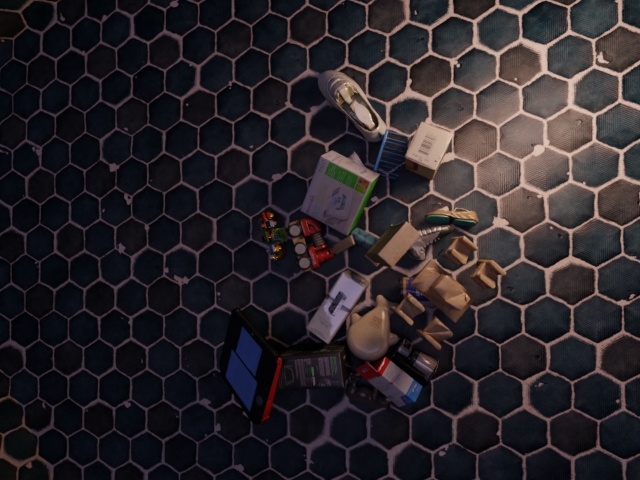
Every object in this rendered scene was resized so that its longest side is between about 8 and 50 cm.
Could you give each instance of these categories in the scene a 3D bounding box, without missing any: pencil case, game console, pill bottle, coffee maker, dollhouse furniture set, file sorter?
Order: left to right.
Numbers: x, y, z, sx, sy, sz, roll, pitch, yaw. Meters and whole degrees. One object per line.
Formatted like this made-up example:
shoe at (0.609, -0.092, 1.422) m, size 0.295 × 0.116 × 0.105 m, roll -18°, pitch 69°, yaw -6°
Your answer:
game console at (-0.301, 0.513, 1.693) m, size 0.387 × 0.060 × 0.341 m, roll 34°, pitch 119°, yaw 44°
pencil case at (0.197, 0.004, 1.725) m, size 0.152 × 0.070 × 0.064 m, roll 29°, pitch 60°, yaw 13°
file sorter at (0.292, -0.347, 1.686) m, size 0.105 × 0.118 × 0.170 m, roll 17°, pitch 93°, yaw 8°
coffee maker at (0.359, 0.505, 1.657) m, size 0.178 × 0.120 × 0.171 m, roll 32°, pitch 96°, yaw 11°
dollhouse furniture set at (0.382, 0.126, 1.536) m, size 0.394 × 0.256 × 0.362 m, roll 42°, pitch 87°, yaw -2°
pill bottle at (0.425, 0.206, 1.646) m, size 0.220 × 0.123 × 0.122 m, roll -2°, pitch 89°, yaw 12°

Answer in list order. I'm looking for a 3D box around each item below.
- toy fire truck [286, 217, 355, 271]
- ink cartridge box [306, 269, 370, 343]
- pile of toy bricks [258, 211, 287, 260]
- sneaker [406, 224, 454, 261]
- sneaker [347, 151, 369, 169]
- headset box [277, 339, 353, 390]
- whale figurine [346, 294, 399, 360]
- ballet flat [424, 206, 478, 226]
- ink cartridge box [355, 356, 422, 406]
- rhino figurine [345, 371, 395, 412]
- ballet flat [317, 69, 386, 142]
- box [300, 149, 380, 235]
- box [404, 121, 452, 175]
toy fire truck at (0.000, 0.000, 1.740) m, size 0.247 × 0.158 × 0.216 m, roll -16°, pitch 91°, yaw -8°
ink cartridge box at (0.077, 0.261, 1.679) m, size 0.114 × 0.197 × 0.272 m, roll 35°, pitch 96°, yaw 10°
pile of toy bricks at (-0.191, -0.030, 1.800) m, size 0.105 × 0.118 × 0.212 m, roll -11°, pitch 73°, yaw -27°
sneaker at (0.435, 0.016, 1.674) m, size 0.229 × 0.086 × 0.132 m, roll -12°, pitch 92°, yaw 21°
sneaker at (0.168, -0.302, 1.747) m, size 0.061 × 0.054 × 0.152 m, roll -38°, pitch 76°, yaw 18°
headset box at (-0.013, 0.501, 1.671) m, size 0.284 × 0.246 × 0.131 m, roll -8°, pitch 87°, yaw 10°
whale figurine at (0.222, 0.365, 1.698) m, size 0.217 × 0.141 × 0.271 m, roll 24°, pitch 70°, yaw 18°
ballet flat at (0.529, -0.101, 1.667) m, size 0.207 × 0.073 × 0.067 m, roll 9°, pitch 64°, yaw 9°
ink cartridge box at (0.267, 0.547, 1.631) m, size 0.231 × 0.134 × 0.078 m, roll 39°, pitch 56°, yaw 4°
rhino figurine at (0.217, 0.639, 1.709) m, size 0.244 × 0.073 × 0.106 m, roll 18°, pitch 89°, yaw 10°
ballet flat at (0.130, -0.580, 1.715) m, size 0.139 × 0.139 × 0.400 m, roll -40°, pitch 82°, yaw 8°
box at (0.077, -0.196, 1.679) m, size 0.231 × 0.127 × 0.261 m, roll 30°, pitch 121°, yaw 10°
box at (0.414, -0.342, 1.599) m, size 0.127 × 0.232 × 0.148 m, roll 26°, pitch 94°, yaw 11°
